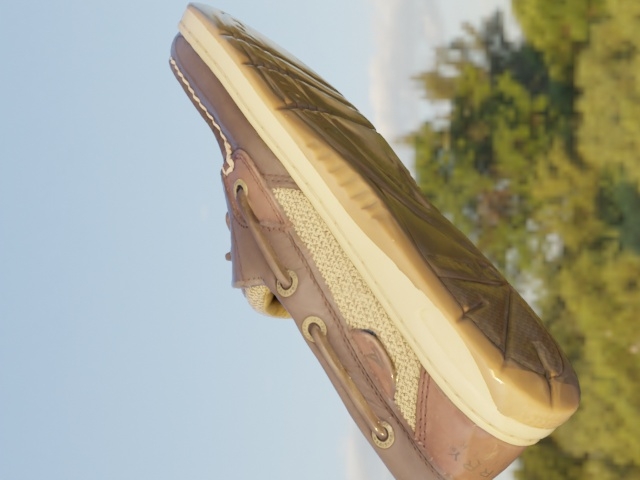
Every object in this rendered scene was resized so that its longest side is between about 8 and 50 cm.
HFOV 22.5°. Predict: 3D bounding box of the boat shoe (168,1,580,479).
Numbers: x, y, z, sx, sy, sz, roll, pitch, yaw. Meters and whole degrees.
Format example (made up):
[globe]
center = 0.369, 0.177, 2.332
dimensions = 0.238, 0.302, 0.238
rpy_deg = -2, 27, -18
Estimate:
[boat shoe]
center = 0.000, 0.000, 0.728
dimensions = 0.103, 0.092, 0.285
rpy_deg = 15, -150, -54
